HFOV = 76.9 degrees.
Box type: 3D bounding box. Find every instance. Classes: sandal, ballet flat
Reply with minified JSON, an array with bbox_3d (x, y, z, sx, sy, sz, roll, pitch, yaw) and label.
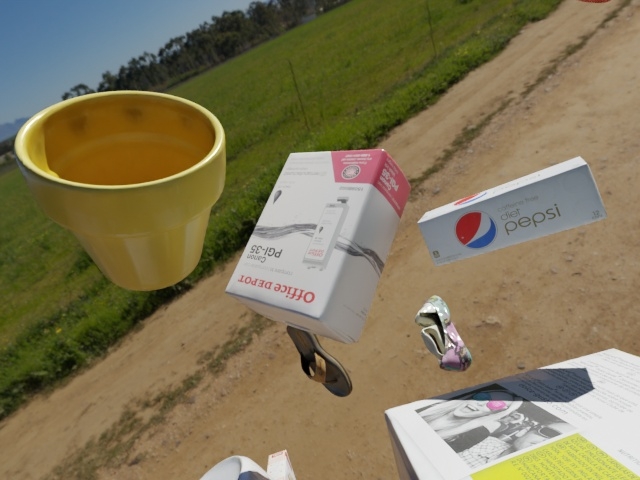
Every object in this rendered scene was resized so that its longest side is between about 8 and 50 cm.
[{"bbox_3d":[-0.012,0.284,0.942,0.090,0.219,0.060,-28,8,41],"label":"sandal"},{"bbox_3d":[0.255,0.195,0.890,0.079,0.076,0.221,7,31,-9],"label":"ballet flat"}]

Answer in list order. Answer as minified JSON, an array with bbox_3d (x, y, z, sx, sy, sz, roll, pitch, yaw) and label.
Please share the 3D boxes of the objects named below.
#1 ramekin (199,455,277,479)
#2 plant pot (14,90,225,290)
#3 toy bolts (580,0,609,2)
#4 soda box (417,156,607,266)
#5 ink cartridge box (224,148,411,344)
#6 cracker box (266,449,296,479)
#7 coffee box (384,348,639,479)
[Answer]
[{"bbox_3d":[-0.169,0.490,0.715,0.207,0.109,0.207,-37,7,6],"label":"ramekin"},{"bbox_3d":[-0.270,-0.059,0.611,0.254,0.238,0.253,5,43,-5],"label":"plant pot"},{"bbox_3d":[0.295,-0.253,0.256,0.229,0.158,0.218,35,82,23],"label":"toy bolts"},{"bbox_3d":[0.251,-0.035,0.551,0.216,0.073,0.069,-21,7,30],"label":"soda box"},{"bbox_3d":[0.000,0.000,0.666,0.207,0.117,0.282,8,67,38],"label":"ink cartridge box"},{"bbox_3d":[-0.114,0.787,1.248,0.067,0.155,0.232,-18,2,-4],"label":"cracker box"},{"bbox_3d":[0.292,0.342,0.371,0.335,0.337,0.338,-14,1,-4],"label":"coffee box"}]
